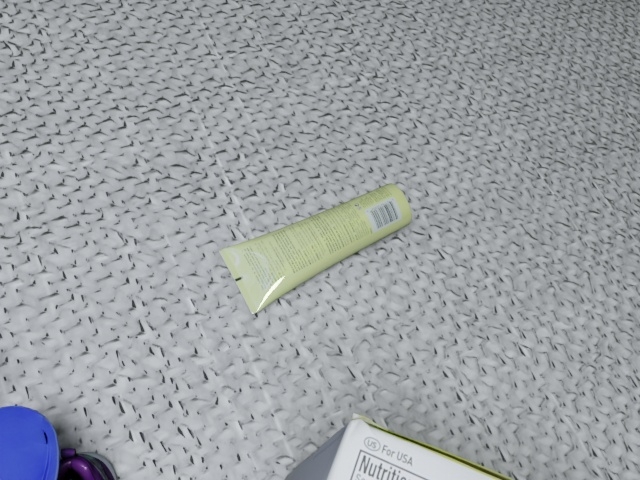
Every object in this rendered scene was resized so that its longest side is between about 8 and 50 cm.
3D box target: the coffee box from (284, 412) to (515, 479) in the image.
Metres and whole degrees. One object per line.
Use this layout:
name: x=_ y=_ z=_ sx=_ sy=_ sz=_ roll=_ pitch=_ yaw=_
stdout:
coffee box: x=0.085 y=0.363 z=0.383 sx=0.338 sy=0.338 sz=0.334 roll=23 pitch=61 yaw=2

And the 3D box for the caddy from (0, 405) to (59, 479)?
caddy: x=-0.355 y=0.224 z=0.392 sx=0.241 sy=0.179 sz=0.341 roll=40 pitch=21 yaw=-6

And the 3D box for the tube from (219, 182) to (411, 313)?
tube: x=0.000 y=0.000 z=0.714 sx=0.240 sy=0.062 sz=0.070 roll=-26 pitch=28 yaw=-17

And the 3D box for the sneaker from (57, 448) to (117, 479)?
sneaker: x=-0.206 y=0.296 z=0.491 sx=0.083 sy=0.098 sz=0.224 roll=-14 pitch=67 yaw=-18
